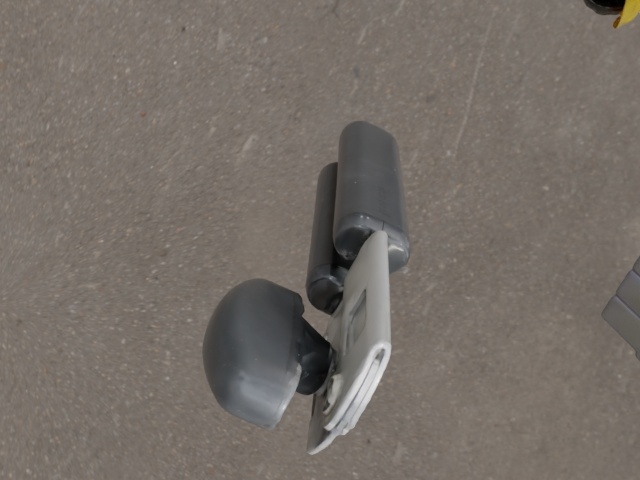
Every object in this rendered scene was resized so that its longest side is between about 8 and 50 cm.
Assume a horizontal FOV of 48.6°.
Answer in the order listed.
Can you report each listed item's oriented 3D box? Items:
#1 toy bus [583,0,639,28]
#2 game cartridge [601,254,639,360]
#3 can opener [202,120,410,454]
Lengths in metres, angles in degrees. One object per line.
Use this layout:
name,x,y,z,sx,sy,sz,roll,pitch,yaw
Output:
toy bus,0.428,-0.424,0.916,0.212,0.149,0.220,-24,72,9
game cartridge,0.433,0.111,0.624,0.068,0.230,0.355,-12,46,-26
can opener,0.000,0.000,0.417,0.095,0.283,0.076,23,119,-11
